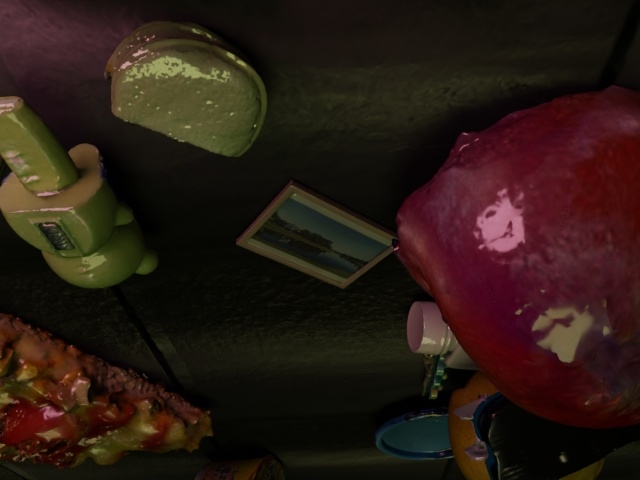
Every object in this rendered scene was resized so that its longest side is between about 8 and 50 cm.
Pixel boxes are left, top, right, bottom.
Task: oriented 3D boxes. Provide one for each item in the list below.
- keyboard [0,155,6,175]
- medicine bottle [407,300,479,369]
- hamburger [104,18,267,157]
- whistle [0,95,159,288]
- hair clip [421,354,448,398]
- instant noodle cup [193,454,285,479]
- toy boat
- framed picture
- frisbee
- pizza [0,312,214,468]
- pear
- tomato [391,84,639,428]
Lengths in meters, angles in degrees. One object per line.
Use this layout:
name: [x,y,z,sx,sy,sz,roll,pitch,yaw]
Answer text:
keyboard: [-0.316,-0.068,0.462,0.049,0.015,0.129,21,135,-32]
medicine bottle: [0.208,0.117,0.649,0.183,0.069,0.119,5,136,-9]
hamburger: [-0.091,-0.117,0.383,0.121,0.054,0.084,24,130,-30]
whistle: [-0.222,-0.031,0.453,0.105,0.085,0.227,-4,141,2]
hair clip: [0.169,0.195,0.760,0.049,0.049,0.172,-5,138,5]
instant noodle cup: [-0.175,0.553,1.077,0.153,0.204,0.205,-3,141,18]
toy boat: [0.316,0.188,0.628,0.299,0.092,0.134,-19,100,-12]
framed picture: [0.000,0.000,0.551,0.149,0.011,0.109,25,134,-27]
frisbee: [0.219,0.349,0.943,0.242,0.045,0.242,0,140,0]
pizza: [-0.361,0.277,0.783,0.407,0.130,0.439,14,138,-14]
pear: [0.287,0.278,0.747,0.209,0.208,0.208,-1,140,-1]
tomato: [0.244,0.032,0.431,0.290,0.176,0.335,-38,119,17]
